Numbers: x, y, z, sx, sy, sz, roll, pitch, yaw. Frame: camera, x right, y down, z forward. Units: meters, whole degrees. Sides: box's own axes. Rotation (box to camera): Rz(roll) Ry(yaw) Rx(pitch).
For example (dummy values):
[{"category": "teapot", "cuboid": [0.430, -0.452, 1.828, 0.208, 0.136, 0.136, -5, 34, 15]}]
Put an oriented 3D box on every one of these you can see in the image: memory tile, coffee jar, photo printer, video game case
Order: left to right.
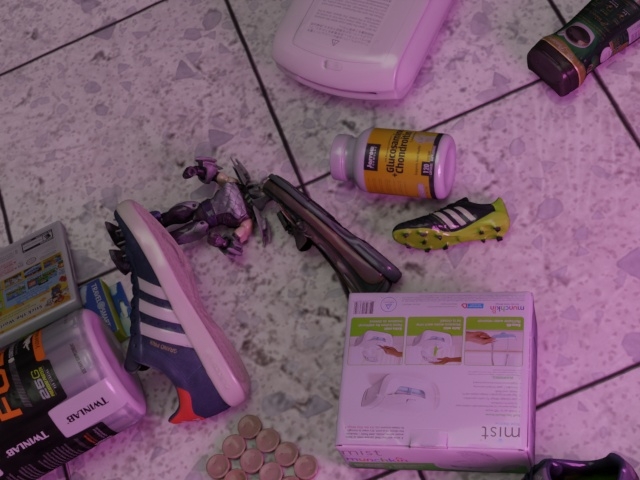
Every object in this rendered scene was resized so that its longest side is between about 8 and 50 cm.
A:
[{"category": "video game case", "cuboid": [-0.508, 0.085, 1.866, 0.227, 0.026, 0.206, -26, 44, 1]}, {"category": "memory tile", "cuboid": [-0.085, 0.330, 1.659, 0.148, 0.012, 0.113, 31, 76, 26]}, {"category": "photo printer", "cuboid": [0.077, -0.379, 1.921, 0.256, 0.107, 0.307, 18, 70, 23]}, {"category": "coffee jar", "cuboid": [0.419, -0.313, 1.807, 0.184, 0.079, 0.096, -38, 63, -6]}]

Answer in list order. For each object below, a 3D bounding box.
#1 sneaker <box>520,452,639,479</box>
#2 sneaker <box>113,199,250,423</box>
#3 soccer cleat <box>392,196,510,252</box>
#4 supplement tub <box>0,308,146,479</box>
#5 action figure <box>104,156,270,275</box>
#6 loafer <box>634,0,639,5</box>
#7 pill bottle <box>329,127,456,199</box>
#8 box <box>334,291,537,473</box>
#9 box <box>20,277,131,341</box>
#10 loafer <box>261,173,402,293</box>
[{"category": "sneaker", "cuboid": [0.273, 0.341, 1.476, 0.300, 0.121, 0.111, -18, 37, 3]}, {"category": "sneaker", "cuboid": [-0.248, 0.113, 1.700, 0.148, 0.131, 0.350, -29, 83, 7]}, {"category": "soccer cleat", "cuboid": [0.198, -0.027, 1.741, 0.179, 0.060, 0.072, -6, 53, 6]}, {"category": "supplement tub", "cuboid": [-0.436, 0.253, 1.693, 0.316, 0.193, 0.193, -30, 60, -1]}, {"category": "action figure", "cuboid": [-0.198, -0.035, 1.831, 0.285, 0.099, 0.185, -22, 55, 0]}, {"category": "loafer", "cuboid": [0.542, -0.414, 1.846, 0.125, 0.045, 0.039, -34, 53, 0]}, {"category": "pill bottle", "cuboid": [0.113, -0.122, 1.782, 0.184, 0.103, 0.103, 6, 66, 18]}, {"category": "box", "cuboid": [0.166, 0.197, 1.590, 0.262, 0.126, 0.231, -2, 64, 15]}, {"category": "box", "cuboid": [-0.390, 0.139, 1.826, 0.178, 0.042, 0.109, -28, 60, 1]}, {"category": "loafer", "cuboid": [0.000, 0.000, 1.752, 0.267, 0.096, 0.084, 38, 92, 20]}]
